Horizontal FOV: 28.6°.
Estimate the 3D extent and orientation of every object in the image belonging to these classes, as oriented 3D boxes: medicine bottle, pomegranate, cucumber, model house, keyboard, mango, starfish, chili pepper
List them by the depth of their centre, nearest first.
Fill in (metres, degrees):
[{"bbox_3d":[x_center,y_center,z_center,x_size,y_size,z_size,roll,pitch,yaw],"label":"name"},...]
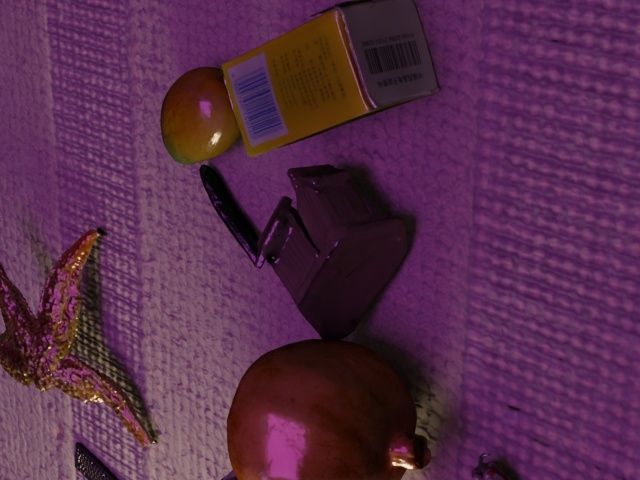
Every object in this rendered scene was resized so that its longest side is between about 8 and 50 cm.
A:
[{"bbox_3d":[0.007,-0.207,1.581,0.250,0.137,0.141,-14,93,48],"label":"medicine bottle"},{"bbox_3d":[0.231,0.335,1.611,0.153,0.041,0.050,63,161,-15],"label":"chili pepper"},{"bbox_3d":[0.018,0.253,1.655,0.270,0.252,0.229,14,100,37],"label":"pomegranate"},{"bbox_3d":[-0.002,0.004,1.683,0.188,0.122,0.229,51,130,28],"label":"model house"},{"bbox_3d":[-0.175,-0.176,1.826,0.130,0.092,0.195,55,145,14],"label":"mango"},{"bbox_3d":[-0.133,-0.037,1.868,0.184,0.033,0.036,56,161,17],"label":"cucumber"},{"bbox_3d":[-0.471,0.162,2.240,0.398,0.132,0.384,6,104,42],"label":"starfish"},{"bbox_3d":[-0.397,0.454,2.337,0.202,0.011,0.067,35,128,34],"label":"keyboard"}]

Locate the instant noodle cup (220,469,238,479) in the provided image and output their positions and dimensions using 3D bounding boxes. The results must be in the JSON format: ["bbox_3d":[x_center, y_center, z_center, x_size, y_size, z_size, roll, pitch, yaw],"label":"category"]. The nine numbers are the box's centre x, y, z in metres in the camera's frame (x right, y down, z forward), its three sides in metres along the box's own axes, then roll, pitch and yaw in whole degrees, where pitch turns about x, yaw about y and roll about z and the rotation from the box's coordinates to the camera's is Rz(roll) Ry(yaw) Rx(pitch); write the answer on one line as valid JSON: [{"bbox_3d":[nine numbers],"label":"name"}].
[{"bbox_3d":[-0.073,0.452,1.851,0.178,0.240,0.240,33,126,46],"label":"instant noodle cup"}]
